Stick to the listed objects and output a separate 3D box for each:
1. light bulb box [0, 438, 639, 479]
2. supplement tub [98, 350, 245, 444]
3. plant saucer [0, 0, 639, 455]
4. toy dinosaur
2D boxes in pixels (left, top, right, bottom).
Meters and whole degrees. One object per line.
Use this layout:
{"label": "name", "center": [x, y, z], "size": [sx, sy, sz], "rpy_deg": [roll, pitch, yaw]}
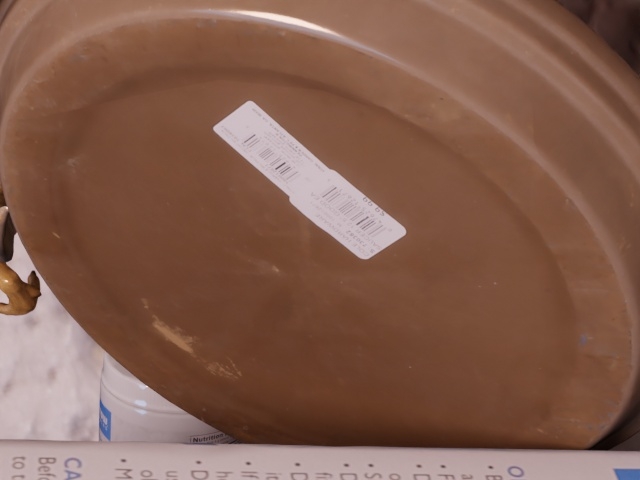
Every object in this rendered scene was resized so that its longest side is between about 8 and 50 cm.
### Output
{"label": "light bulb box", "center": [-0.044, 0.267, 0.619], "size": [0.225, 0.361, 0.358], "rpy_deg": [-100, 16, -52]}
{"label": "supplement tub", "center": [-0.068, 0.100, 0.828], "size": [0.071, 0.071, 0.107], "rpy_deg": [19, 117, 33]}
{"label": "plant saucer", "center": [0.000, 0.000, 0.630], "size": [0.278, 0.041, 0.278], "rpy_deg": [17, 140, 14]}
{"label": "toy dinosaur", "center": [-0.152, -0.015, 0.811], "size": [0.112, 0.064, 0.211], "rpy_deg": [53, -177, -37]}
